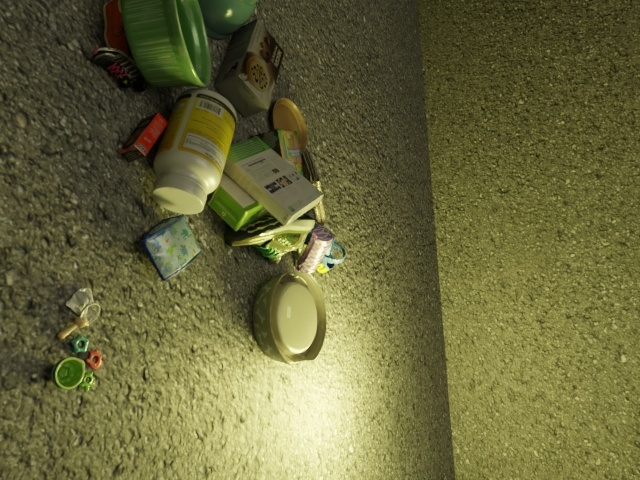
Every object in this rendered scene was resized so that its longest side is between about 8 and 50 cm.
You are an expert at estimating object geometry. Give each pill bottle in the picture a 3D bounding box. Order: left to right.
[{"bbox_3d":[-0.364,-0.252,1.370,0.188,0.188,0.334,41,50,-46],"label":"pill bottle"}]

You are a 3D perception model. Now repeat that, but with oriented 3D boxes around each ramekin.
[{"bbox_3d":[-0.416,-0.566,1.308,0.303,0.148,0.303,-8,90,-87],"label":"ramekin"}]

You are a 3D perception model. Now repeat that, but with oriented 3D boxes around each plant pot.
[{"bbox_3d":[-0.317,-0.851,1.592,0.293,0.196,0.293,20,66,-55],"label":"plant pot"},{"bbox_3d":[-0.131,-0.459,1.947,0.236,0.032,0.236,23,63,-55],"label":"plant pot"}]

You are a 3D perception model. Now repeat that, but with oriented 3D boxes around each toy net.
[{"bbox_3d":[-0.540,0.223,1.098,0.122,0.045,0.232,32,56,-51],"label":"toy net"}]

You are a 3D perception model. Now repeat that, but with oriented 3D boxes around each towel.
[{"bbox_3d":[-0.031,-0.206,1.881,0.282,0.049,0.187,79,-5,-55],"label":"towel"}]

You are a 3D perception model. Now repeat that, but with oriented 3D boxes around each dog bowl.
[{"bbox_3d":[-0.110,0.278,1.724,0.348,0.102,0.349,23,62,-54],"label":"dog bowl"}]

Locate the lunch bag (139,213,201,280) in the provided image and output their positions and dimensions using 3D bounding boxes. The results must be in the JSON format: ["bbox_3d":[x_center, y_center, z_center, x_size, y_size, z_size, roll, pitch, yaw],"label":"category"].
[{"bbox_3d":[-0.416,0.020,1.304,0.129,0.096,0.151,67,24,-21],"label":"lunch bag"}]

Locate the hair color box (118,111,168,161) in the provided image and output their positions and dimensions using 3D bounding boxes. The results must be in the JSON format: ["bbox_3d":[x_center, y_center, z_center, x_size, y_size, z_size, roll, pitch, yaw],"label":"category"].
[{"bbox_3d":[-0.480,-0.281,1.300,0.043,0.072,0.141,51,42,-38],"label":"hair color box"}]

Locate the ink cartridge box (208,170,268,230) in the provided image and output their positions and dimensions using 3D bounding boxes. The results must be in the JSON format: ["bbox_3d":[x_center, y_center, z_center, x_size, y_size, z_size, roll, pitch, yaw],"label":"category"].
[{"bbox_3d":[-0.292,-0.175,1.563,0.255,0.097,0.189,43,34,8],"label":"ink cartridge box"}]

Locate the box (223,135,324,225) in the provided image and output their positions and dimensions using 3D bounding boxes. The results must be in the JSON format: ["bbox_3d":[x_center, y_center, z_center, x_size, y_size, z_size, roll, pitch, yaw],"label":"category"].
[{"bbox_3d":[-0.166,-0.205,1.578,0.322,0.058,0.232,43,34,5],"label":"box"}]

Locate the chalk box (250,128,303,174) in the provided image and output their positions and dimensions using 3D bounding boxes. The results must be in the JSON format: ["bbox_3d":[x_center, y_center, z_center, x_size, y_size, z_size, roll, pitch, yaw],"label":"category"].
[{"bbox_3d":[-0.155,-0.290,1.770,0.132,0.132,0.213,-14,95,-58],"label":"chalk box"}]

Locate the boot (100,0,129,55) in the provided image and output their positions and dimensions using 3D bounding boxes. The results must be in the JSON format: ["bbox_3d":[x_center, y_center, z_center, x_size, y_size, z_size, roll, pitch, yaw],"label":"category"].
[{"bbox_3d":[-0.534,-0.565,1.277,0.059,0.084,0.158,-18,99,-60],"label":"boot"}]

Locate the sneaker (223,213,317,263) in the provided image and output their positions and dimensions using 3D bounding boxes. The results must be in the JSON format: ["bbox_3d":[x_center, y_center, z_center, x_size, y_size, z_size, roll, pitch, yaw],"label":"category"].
[{"bbox_3d":[-0.166,0.007,1.680,0.410,0.158,0.182,-12,115,-50],"label":"sneaker"}]

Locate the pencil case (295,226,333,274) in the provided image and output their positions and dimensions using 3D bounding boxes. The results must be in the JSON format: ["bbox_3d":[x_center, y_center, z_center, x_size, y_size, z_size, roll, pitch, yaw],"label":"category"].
[{"bbox_3d":[-0.027,0.039,1.844,0.088,0.206,0.086,-6,47,-36],"label":"pencil case"}]

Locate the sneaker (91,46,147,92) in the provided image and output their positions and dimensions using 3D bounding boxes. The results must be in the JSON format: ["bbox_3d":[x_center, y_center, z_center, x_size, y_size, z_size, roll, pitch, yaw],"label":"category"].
[{"bbox_3d":[-0.527,-0.450,1.276,0.170,0.063,0.075,18,61,-61],"label":"sneaker"}]

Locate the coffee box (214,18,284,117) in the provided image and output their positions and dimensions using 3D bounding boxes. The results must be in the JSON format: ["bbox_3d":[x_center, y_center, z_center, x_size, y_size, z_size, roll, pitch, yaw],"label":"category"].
[{"bbox_3d":[-0.248,-0.617,1.716,0.168,0.118,0.297,43,48,-44],"label":"coffee box"}]

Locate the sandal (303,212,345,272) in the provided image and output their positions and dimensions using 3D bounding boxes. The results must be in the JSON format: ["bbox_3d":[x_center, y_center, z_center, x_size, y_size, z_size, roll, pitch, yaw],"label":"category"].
[{"bbox_3d":[0.000,0.000,1.942,0.317,0.138,0.126,52,43,-35],"label":"sandal"}]
